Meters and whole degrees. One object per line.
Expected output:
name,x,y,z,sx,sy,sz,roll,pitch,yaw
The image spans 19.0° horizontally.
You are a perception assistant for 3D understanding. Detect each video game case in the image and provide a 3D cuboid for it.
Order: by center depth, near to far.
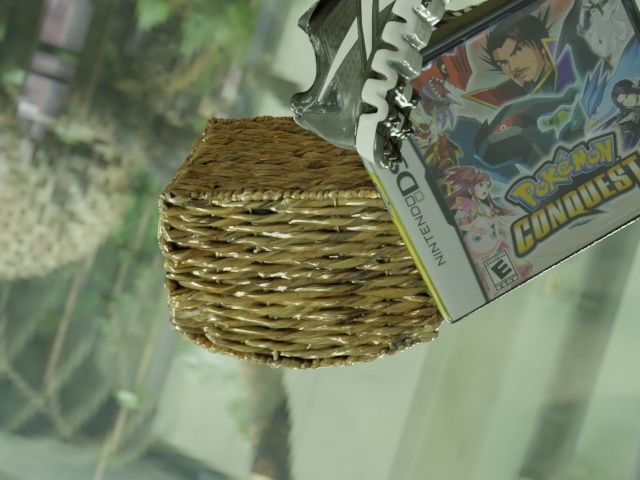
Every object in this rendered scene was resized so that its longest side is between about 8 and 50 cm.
video game case,0.179,-0.092,1.684,0.248,0.275,0.035,62,177,-25

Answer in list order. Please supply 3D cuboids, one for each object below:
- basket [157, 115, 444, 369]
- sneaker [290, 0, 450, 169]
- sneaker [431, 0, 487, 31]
basket,0.000,0.000,2.021,0.299,0.213,0.223,-1,-156,12
sneaker,0.038,-0.174,1.408,0.106,0.234,0.078,15,173,20
sneaker,0.189,-0.239,2.045,0.234,0.097,0.084,4,-168,-31
